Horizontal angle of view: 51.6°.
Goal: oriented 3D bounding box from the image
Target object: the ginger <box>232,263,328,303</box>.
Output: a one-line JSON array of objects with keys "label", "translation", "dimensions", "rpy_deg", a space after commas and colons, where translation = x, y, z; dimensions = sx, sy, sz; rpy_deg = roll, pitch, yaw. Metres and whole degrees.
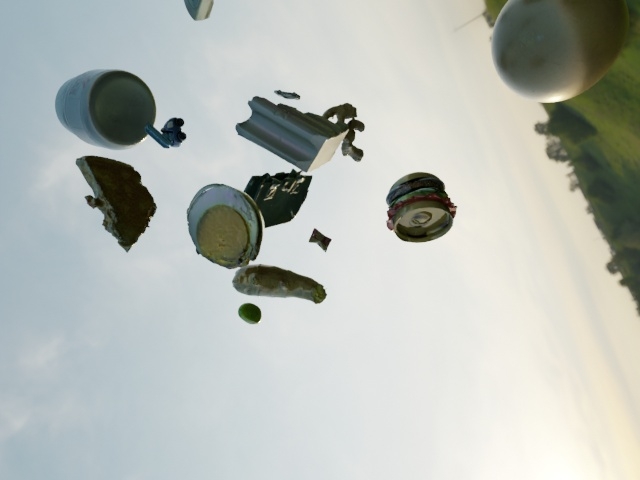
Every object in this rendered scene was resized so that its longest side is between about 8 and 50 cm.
[{"label": "ginger", "translation": [-0.164, 0.185, 2.632], "dimensions": [0.236, 0.375, 0.166], "rpy_deg": [110, -177, -76]}]

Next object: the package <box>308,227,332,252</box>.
[{"label": "package", "translation": [0.000, 0.000, 2.364], "dimensions": [0.083, 0.029, 0.059], "rpy_deg": [33, -112, -21]}]

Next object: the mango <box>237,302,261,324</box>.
[{"label": "mango", "translation": [-0.249, 0.255, 2.316], "dimensions": [0.108, 0.056, 0.074], "rpy_deg": [24, -119, -54]}]

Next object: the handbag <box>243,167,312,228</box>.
[{"label": "handbag", "translation": [-0.179, -0.157, 2.535], "dimensions": [0.089, 0.239, 0.326], "rpy_deg": [41, -150, 23]}]

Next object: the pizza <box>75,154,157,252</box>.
[{"label": "pizza", "translation": [-0.522, -0.096, 1.728], "dimensions": [0.189, 0.071, 0.297], "rpy_deg": [-3, -125, -51]}]

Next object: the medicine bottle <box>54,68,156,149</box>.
[{"label": "medicine bottle", "translation": [-0.690, -0.418, 2.103], "dimensions": [0.245, 0.306, 0.245], "rpy_deg": [-12, -71, -40]}]

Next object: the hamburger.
[{"label": "hamburger", "translation": [0.230, -0.086, 1.571], "dimensions": [0.175, 0.175, 0.137], "rpy_deg": [38, -146, -47]}]

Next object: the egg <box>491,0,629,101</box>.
[{"label": "egg", "translation": [0.585, -0.506, 1.635], "dimensions": [0.374, 0.300, 0.301], "rpy_deg": [117, 133, -71]}]

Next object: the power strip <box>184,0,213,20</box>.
[{"label": "power strip", "translation": [-0.270, -0.630, 1.563], "dimensions": [0.048, 0.286, 0.080], "rpy_deg": [-25, -98, -29]}]

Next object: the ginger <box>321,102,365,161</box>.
[{"label": "ginger", "translation": [0.111, -0.409, 2.502], "dimensions": [0.259, 0.149, 0.065], "rpy_deg": [49, 180, -34]}]

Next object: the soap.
[{"label": "soap", "translation": [-0.087, -0.371, 2.226], "dimensions": [0.302, 0.159, 0.258], "rpy_deg": [33, -152, 10]}]

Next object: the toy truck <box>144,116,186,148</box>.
[{"label": "toy truck", "translation": [-0.372, -0.259, 1.585], "dimensions": [0.090, 0.056, 0.073], "rpy_deg": [-5, -99, -30]}]

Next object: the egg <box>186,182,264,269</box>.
[{"label": "egg", "translation": [-0.279, -0.052, 2.164], "dimensions": [0.286, 0.265, 0.174], "rpy_deg": [23, -163, 26]}]

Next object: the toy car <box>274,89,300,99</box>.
[{"label": "toy car", "translation": [-0.112, -0.482, 2.199], "dimensions": [0.041, 0.093, 0.025], "rpy_deg": [-1, -78, -77]}]
